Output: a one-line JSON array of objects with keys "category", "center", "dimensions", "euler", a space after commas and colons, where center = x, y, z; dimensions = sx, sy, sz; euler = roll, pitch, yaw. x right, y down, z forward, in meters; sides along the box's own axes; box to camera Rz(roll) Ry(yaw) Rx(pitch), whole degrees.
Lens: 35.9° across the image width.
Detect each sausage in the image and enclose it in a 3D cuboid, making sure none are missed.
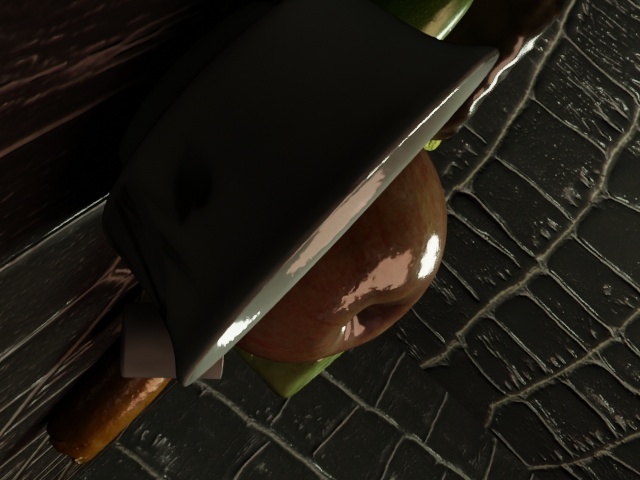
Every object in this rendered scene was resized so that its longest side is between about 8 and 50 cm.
[{"category": "sausage", "center": [-0.303, 0.221, 1.508], "dimensions": [0.270, 0.109, 0.109], "euler": [-46, 177, 2]}]

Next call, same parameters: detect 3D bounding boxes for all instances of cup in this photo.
[{"category": "cup", "center": [-0.191, 0.112, 1.284], "dimensions": [0.099, 0.133, 0.136], "euler": [110, -21, -64]}, {"category": "cup", "center": [-0.040, -0.066, 0.764], "dimensions": [0.347, 0.163, 0.347], "euler": [-47, 177, -3]}]

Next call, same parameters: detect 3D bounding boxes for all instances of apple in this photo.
[{"category": "apple", "center": [0.000, 0.000, 1.176], "dimensions": [0.345, 0.269, 0.345], "euler": [-45, 177, -3]}]

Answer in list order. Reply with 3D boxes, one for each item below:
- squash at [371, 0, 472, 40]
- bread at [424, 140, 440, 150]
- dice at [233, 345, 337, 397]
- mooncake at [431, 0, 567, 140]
[{"category": "squash", "center": [0.032, -0.173, 0.967], "dimensions": [0.378, 0.101, 0.101], "euler": [-43, 177, 7]}, {"category": "bread", "center": [0.202, -0.259, 2.036], "dimensions": [0.114, 0.129, 0.111], "euler": [118, -21, -62]}, {"category": "dice", "center": [-0.046, 0.066, 1.466], "dimensions": [0.250, 0.252, 0.254], "euler": [-42, 172, -8]}, {"category": "mooncake", "center": [0.184, -0.268, 1.251], "dimensions": [0.290, 0.161, 0.290], "euler": [-48, 179, -2]}]
